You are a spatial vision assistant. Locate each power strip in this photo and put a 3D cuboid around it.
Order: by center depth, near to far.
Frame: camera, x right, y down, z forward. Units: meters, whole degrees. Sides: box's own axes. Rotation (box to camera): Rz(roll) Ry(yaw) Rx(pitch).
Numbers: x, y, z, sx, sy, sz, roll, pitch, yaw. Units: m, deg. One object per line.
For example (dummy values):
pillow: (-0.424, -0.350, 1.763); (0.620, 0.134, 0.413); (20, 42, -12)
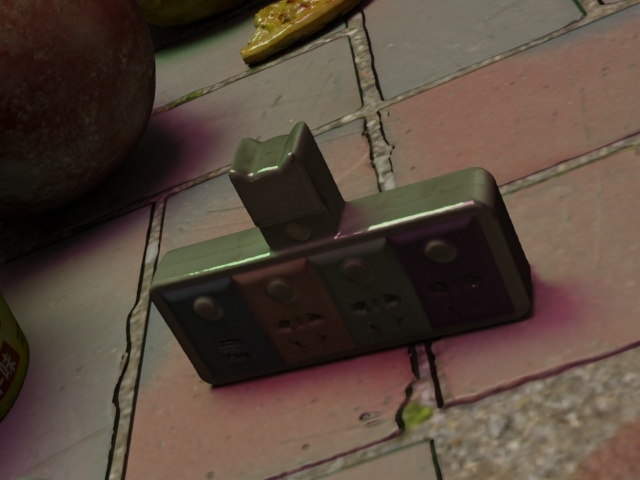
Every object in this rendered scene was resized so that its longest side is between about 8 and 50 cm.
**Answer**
power strip: (0.000, 0.000, 0.610); (0.216, 0.145, 0.061); (-15, 33, 19)

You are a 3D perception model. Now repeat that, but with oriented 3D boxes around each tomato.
tomato: (-0.301, -0.169, 0.943); (0.317, 0.316, 0.282); (13, 64, 48)

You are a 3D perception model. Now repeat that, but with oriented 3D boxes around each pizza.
pizza: (-0.023, -0.241, 1.108); (0.160, 0.035, 0.099); (-30, 30, -6)

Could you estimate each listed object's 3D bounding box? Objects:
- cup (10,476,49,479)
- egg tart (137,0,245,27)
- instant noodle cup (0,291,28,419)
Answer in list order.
cup: (-0.157, 0.196, 0.484); (0.128, 0.095, 0.129); (-29, 27, 1)
egg tart: (-0.162, -0.346, 1.294); (0.319, 0.128, 0.319); (-22, 31, 14)
instant noodle cup: (-0.363, 0.052, 0.740); (0.311, 0.221, 0.311); (-19, 31, 12)
